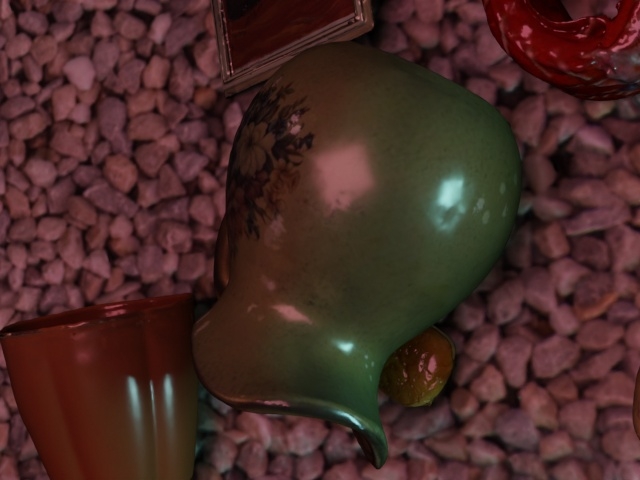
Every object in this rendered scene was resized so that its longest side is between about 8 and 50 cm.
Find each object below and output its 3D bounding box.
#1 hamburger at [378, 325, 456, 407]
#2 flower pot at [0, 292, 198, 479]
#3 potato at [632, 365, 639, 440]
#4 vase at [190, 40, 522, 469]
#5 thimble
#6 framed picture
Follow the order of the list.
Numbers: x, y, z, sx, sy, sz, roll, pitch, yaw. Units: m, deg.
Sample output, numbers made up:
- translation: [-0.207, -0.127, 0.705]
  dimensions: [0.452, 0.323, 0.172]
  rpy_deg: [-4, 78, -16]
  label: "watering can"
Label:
- translation: [0.078, 0.105, 1.183]
  dimensions: [0.083, 0.044, 0.076]
  rpy_deg: [25, 96, 23]
  label: "hamburger"
- translation: [-0.190, 0.147, 1.243]
  dimensions: [0.190, 0.190, 0.173]
  rpy_deg: [-11, 92, 24]
  label: "flower pot"
- translation: [0.302, 0.111, 1.045]
  dimensions: [0.112, 0.112, 0.147]
  rpy_deg: [36, 107, 24]
  label: "potato"
- translation: [0.000, 0.000, 1.138]
  dimensions: [0.329, 0.241, 0.302]
  rpy_deg: [17, 83, 61]
  label: "vase"
- translation: [0.222, -0.214, 1.100]
  dimensions: [0.163, 0.125, 0.190]
  rpy_deg: [0, 85, 28]
  label: "thimble"
- translation: [-0.044, -0.292, 1.252]
  dimensions: [0.216, 0.016, 0.273]
  rpy_deg: [-19, 76, 45]
  label: "framed picture"
